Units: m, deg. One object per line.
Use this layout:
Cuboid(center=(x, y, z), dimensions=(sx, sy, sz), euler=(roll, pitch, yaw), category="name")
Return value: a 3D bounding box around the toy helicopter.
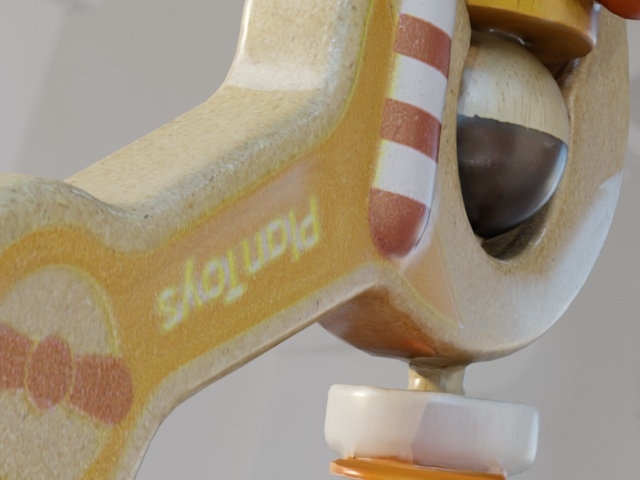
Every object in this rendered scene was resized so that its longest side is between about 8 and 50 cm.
Cuboid(center=(0.000, 0.000, 0.482), dimensions=(0.140, 0.235, 0.355), euler=(7, 22, 29), category="toy helicopter")
